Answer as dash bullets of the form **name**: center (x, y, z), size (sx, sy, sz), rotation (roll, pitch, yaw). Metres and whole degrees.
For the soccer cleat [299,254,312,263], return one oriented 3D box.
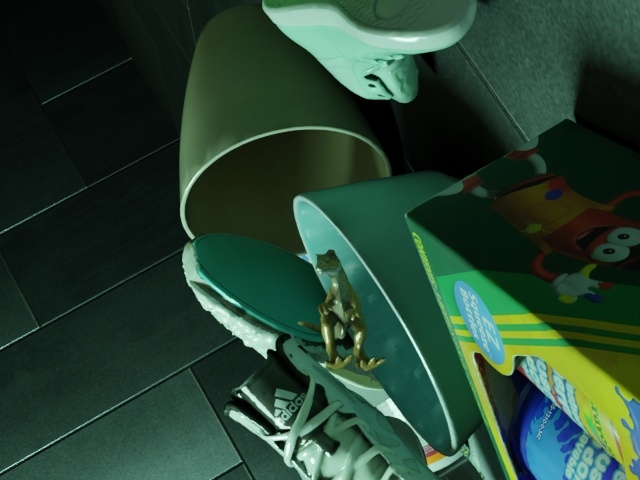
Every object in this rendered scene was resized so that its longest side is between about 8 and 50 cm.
- **soccer cleat**: center (0.000, 0.000, 1.686), size (0.331, 0.116, 0.143), rotation (66, 169, -27)

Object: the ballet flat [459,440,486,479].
- **ballet flat**: center (0.238, 0.294, 1.528), size (0.188, 0.070, 0.070), rotation (44, 161, 53)

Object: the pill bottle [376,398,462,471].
- **pill bottle**: center (0.143, 0.250, 1.666), size (0.221, 0.121, 0.121), rotation (61, 170, 0)

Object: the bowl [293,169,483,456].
- **bowl**: center (0.118, 0.051, 1.094), size (0.311, 0.163, 0.311), rotation (58, 170, 16)

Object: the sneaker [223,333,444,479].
- **sneaker**: center (0.020, 0.249, 1.073), size (0.257, 0.169, 0.447), rotation (38, 180, -22)

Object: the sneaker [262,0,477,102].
- **sneaker**: center (0.074, -0.183, 0.935), size (0.151, 0.094, 0.256), rotation (38, 170, -37)

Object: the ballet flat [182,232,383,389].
- **ballet flat**: center (0.007, 0.118, 1.300), size (0.409, 0.147, 0.147), rotation (20, -179, -16)

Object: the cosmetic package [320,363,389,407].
- **cosmetic package**: center (0.073, 0.121, 1.462), size (0.151, 0.184, 0.151), rotation (63, 170, -13)

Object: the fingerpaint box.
- **fingerpaint box**: center (0.265, 0.186, 0.731), size (0.371, 0.163, 0.444), rotation (46, 163, 58)

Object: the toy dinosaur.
- **toy dinosaur**: center (0.021, 0.082, 1.072), size (0.211, 0.064, 0.112), rotation (97, 161, -59)

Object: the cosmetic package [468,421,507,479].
- **cosmetic package**: center (0.216, 0.218, 1.153), size (0.231, 0.086, 0.117), rotation (-133, 29, -82)

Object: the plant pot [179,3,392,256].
- **plant pot**: center (-0.069, -0.159, 1.315), size (0.256, 0.257, 0.274), rotation (76, 179, -57)
